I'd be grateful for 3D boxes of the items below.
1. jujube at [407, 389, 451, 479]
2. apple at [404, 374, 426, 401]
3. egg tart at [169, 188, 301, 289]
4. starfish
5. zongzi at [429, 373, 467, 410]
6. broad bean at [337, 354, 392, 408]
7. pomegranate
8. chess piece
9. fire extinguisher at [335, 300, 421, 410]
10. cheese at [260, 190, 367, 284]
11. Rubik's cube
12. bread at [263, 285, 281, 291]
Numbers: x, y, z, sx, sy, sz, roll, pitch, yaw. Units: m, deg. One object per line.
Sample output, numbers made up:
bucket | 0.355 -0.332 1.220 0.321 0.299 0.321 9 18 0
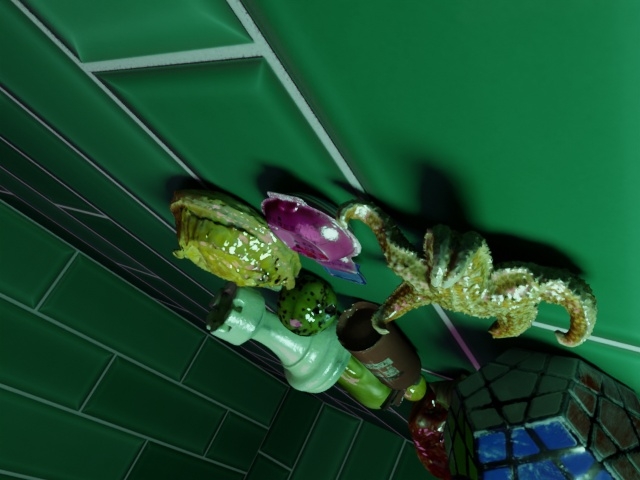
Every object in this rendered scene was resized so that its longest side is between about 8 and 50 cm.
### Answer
jujube | 0.350 0.541 1.413 0.216 0.216 0.342 12 149 36
apple | 0.237 0.386 1.344 0.090 0.074 0.089 25 162 8
egg tart | -0.169 0.015 0.913 0.291 0.107 0.290 24 159 10
starfish | 0.150 0.054 0.603 0.312 0.113 0.303 28 160 -10
zongzi | 0.365 0.386 1.158 0.205 0.094 0.204 28 164 -1
broad bean | 0.083 0.326 1.308 0.238 0.119 0.291 26 160 53
pomegranate | -0.031 0.122 1.009 0.122 0.122 0.161 36 -172 -22
chess piece | -0.094 0.200 1.104 0.299 0.194 0.195 32 161 -30
fire extinguisher | 0.134 0.264 1.073 0.107 0.147 0.337 27 163 41
cheese | 0.000 0.000 0.724 0.155 0.062 0.244 15 158 34
Rubik's cube | 0.344 0.325 0.777 0.319 0.318 0.264 19 -174 24
bread | -0.140 0.085 1.098 0.068 0.028 0.154 18 177 21
